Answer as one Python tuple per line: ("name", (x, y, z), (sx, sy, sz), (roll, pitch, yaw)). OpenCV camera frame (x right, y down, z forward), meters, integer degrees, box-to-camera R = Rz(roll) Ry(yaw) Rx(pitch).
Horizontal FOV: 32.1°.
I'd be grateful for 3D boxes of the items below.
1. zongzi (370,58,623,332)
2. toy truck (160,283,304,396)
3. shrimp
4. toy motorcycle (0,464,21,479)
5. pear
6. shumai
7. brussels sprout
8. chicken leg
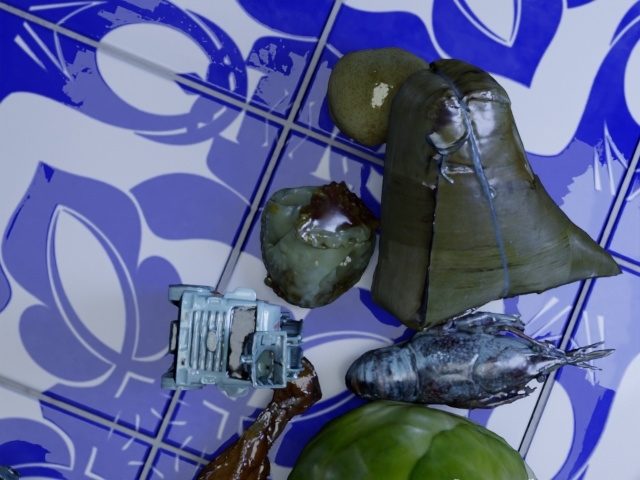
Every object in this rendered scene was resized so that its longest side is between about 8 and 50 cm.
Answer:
("zongzi", (0.265, -0.077, 1.516), (0.393, 0.174, 0.356), (-8, 118, -18))
("toy truck", (-0.106, 0.128, 1.447), (0.184, 0.338, 0.133), (4, 87, -4))
("shrimp", (0.216, 0.152, 1.569), (0.372, 0.137, 0.172), (-9, 84, -4))
("toy motorcycle", (-0.414, 0.425, 1.519), (0.260, 0.154, 0.206), (37, 109, -5))
("pear", (0.085, -0.201, 1.564), (0.167, 0.167, 0.137), (0, 97, -4))
("shumai", (-0.001, 0.006, 1.560), (0.184, 0.142, 0.184), (0, 84, -3))
("brussels sprout", (0.127, 0.360, 1.479), (0.354, 0.281, 0.289), (2, 105, -28))
("chicken leg", (-0.094, 0.295, 1.551), (0.113, 0.093, 0.304), (31, 93, -37))
